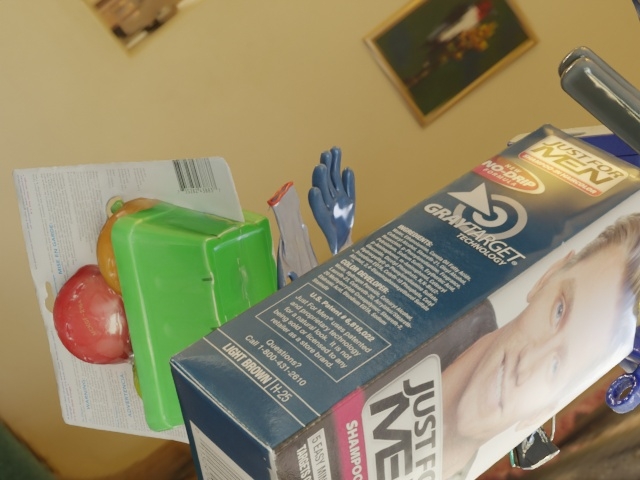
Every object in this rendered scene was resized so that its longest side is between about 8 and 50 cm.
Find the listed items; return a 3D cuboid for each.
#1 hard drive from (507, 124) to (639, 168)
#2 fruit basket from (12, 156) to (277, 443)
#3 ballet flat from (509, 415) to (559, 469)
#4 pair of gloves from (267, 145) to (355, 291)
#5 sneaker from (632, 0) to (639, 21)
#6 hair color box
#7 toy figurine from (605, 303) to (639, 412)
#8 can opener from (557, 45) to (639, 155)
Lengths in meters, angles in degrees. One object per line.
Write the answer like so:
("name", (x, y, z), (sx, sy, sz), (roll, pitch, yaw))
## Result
("hard drive", (0.388, 0.000, 1.416), (0.210, 0.040, 0.319), (0, -62, 49))
("fruit basket", (-0.197, 0.069, 1.183), (0.353, 0.165, 0.327), (1, -75, 43))
("ballet flat", (0.230, 0.158, 1.200), (0.074, 0.074, 0.203), (34, 43, -88))
("pair of gloves", (0.000, 0.000, 1.079), (0.198, 0.023, 0.159), (-47, 129, -54))
("sneaker", (0.387, -0.328, 1.240), (0.090, 0.081, 0.232), (85, -14, -57))
("hair color box", (0.078, 0.077, 0.719), (0.105, 0.347, 0.174), (34, -36, 38))
("toy figurine", (0.360, 0.096, 0.934), (0.191, 0.217, 0.362), (50, -7, -21))
("can opener", (0.384, -0.122, 1.154), (0.280, 0.093, 0.074), (33, 27, -9))
